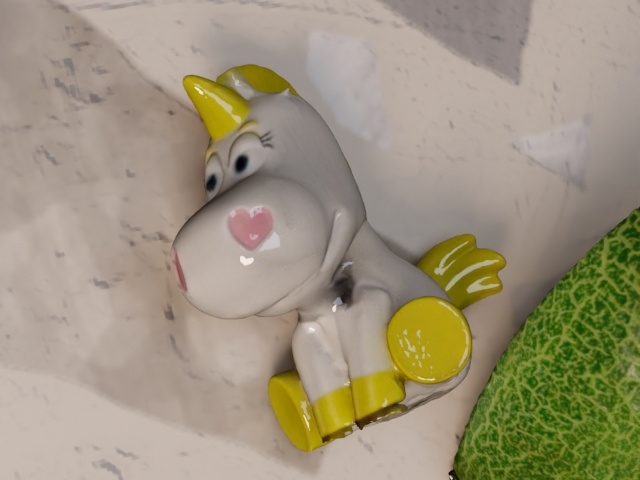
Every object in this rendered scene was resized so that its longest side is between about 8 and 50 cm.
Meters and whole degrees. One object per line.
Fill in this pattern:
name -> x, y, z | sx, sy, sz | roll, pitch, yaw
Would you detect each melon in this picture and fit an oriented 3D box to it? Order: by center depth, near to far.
melon -> 0.202, 0.050, 0.840 | 0.265, 0.169, 0.129 | -24, 57, -20

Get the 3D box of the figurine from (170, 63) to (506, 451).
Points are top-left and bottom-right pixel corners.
figurine -> -0.005, 0.003, 0.837 | 0.178, 0.109, 0.129 | 45, 44, -10
